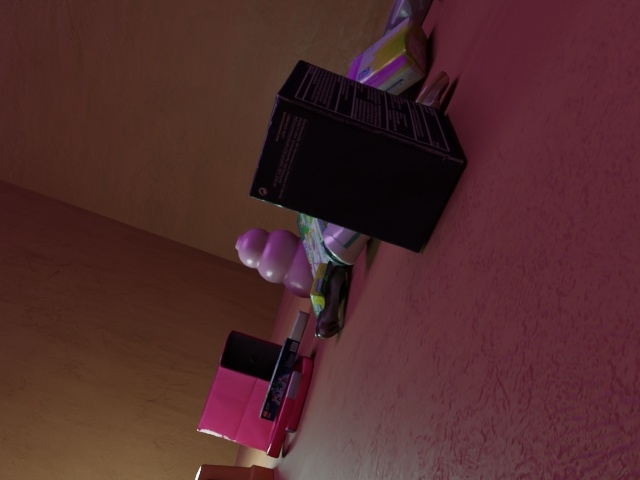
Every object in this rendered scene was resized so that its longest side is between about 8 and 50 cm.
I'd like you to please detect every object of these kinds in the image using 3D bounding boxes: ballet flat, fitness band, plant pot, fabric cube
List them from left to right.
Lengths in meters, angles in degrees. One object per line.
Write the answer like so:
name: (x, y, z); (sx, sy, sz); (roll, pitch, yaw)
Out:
plant pot: (-0.275, 0.762, 1.641); (0.291, 0.203, 0.291); (-160, 90, -84)
fabric cube: (-0.238, 0.500, 1.965); (0.254, 0.259, 0.258); (-87, 17, -71)
fitness band: (-0.086, 0.467, 1.649); (0.209, 0.054, 0.291); (114, 175, -66)
ballet flat: (0.040, 0.157, 1.477); (0.250, 0.058, 0.084); (-67, -21, -55)
ballet flat: (0.086, -0.064, 1.475); (0.400, 0.139, 0.139); (-78, 9, -68)

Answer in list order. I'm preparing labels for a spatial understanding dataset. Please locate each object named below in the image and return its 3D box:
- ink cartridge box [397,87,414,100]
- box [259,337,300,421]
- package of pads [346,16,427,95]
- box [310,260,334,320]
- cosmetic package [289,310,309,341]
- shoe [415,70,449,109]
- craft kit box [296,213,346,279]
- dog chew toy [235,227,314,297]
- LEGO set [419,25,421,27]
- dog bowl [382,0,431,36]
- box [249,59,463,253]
ink cartridge box: (0.198, -0.315, 1.595); (0.097, 0.046, 0.207); (121, 168, -67)
box: (-0.120, 0.406, 1.711); (0.159, 0.044, 0.233); (117, 172, -76)
package of pads: (0.184, -0.484, 1.612); (0.229, 0.101, 0.297); (-31, 26, 29)
box: (0.010, 0.137, 1.566); (0.179, 0.043, 0.105); (83, -160, -55)
cosmetic package: (-0.081, 0.326, 2.189); (0.060, 0.041, 0.115); (-120, 50, -85)
shoe: (0.207, -0.237, 1.177); (0.076, 0.058, 0.219); (-44, -15, -52)
craft kit box: (0.000, 0.000, 1.707); (0.247, 0.060, 0.250); (115, 139, -64)
dog chew toy: (-0.115, 0.060, 1.906); (0.206, 0.331, 0.207); (-161, 90, -85)
LEGO set: (0.317, -0.680, 1.934); (0.083, 0.023, 0.054); (-133, 60, -70)
dog bowl: (0.328, -0.859, 2.021); (0.349, 0.102, 0.349); (-161, 90, -85)
box: (0.060, -0.154, 1.004); (0.296, 0.294, 0.183); (-79, 7, -63)
